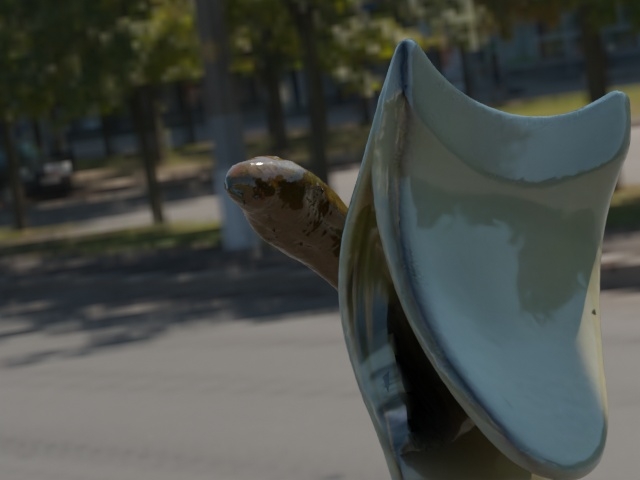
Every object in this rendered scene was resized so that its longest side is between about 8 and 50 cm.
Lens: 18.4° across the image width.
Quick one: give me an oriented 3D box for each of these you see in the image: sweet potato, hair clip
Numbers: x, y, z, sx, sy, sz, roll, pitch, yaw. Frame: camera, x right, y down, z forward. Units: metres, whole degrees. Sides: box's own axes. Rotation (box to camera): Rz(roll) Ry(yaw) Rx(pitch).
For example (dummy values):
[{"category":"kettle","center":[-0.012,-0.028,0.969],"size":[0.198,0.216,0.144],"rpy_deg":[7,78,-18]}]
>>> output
[{"category":"sweet potato","center":[0.001,-0.001,1.256],"size":[0.182,0.053,0.054],"rpy_deg":[43,-22,-32]},{"category":"hair clip","center":[0.098,0.044,1.142],"size":[0.172,0.282,0.113],"rpy_deg":[9,-25,-30]}]
